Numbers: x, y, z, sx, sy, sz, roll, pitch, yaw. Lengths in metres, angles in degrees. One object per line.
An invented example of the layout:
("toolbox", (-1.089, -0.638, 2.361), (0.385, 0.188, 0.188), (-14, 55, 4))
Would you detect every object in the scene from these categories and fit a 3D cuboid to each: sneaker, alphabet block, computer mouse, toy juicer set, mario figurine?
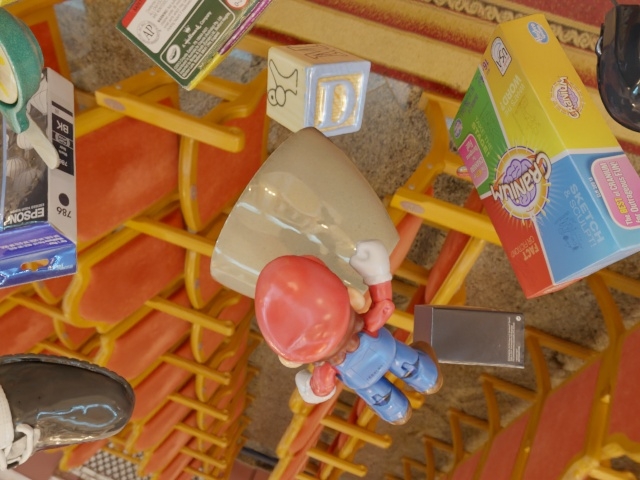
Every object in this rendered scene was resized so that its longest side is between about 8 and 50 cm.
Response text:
("sneaker", (-0.319, 0.176, 0.349), (0.330, 0.146, 0.123), (6, 121, -30))
("alphabet block", (-0.012, -0.396, 1.184), (0.197, 0.193, 0.193), (42, 136, 39))
("computer mouse", (0.240, -0.199, 0.390), (0.041, 0.242, 0.071), (-17, 161, 20))
("toy juicer set", (-0.411, -0.242, 0.526), (0.209, 0.089, 0.329), (43, 140, 4))
("mario figurine", (0.033, 0.118, 0.615), (0.170, 0.198, 0.320), (-5, 141, 44))

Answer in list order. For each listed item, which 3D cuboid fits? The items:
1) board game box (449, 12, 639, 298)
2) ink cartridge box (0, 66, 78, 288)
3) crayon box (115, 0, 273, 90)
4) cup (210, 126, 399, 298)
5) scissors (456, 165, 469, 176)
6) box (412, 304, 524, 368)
("board game box", (0.297, -0.100, 0.626), (0.064, 0.317, 0.242), (-16, 160, -5))
("ink cartridge box", (-0.479, -0.099, 0.719), (0.165, 0.333, 0.065), (-12, 168, 11))
("crayon box", (-0.059, -0.380, 0.552), (0.106, 0.313, 0.363), (40, 110, -23))
("cup", (0.000, 0.000, 0.811), (0.236, 0.331, 0.331), (33, 138, 8))
("scissors", (0.567, -0.250, 1.385), (0.297, 0.109, 0.021), (-2, 133, 42))
("box", (0.485, 0.313, 1.524), (0.293, 0.183, 0.296), (3, 173, 0))
